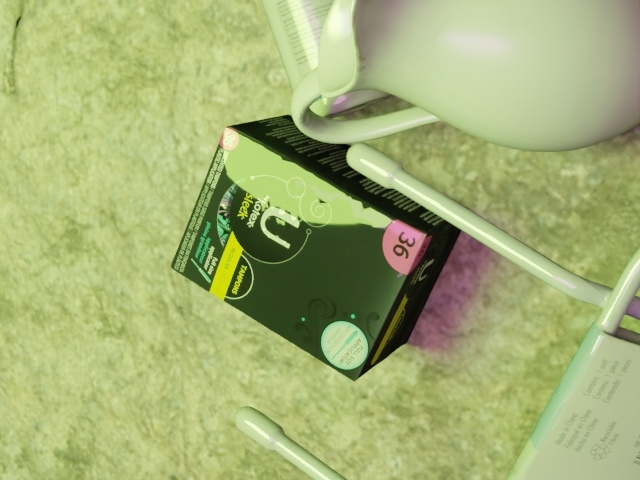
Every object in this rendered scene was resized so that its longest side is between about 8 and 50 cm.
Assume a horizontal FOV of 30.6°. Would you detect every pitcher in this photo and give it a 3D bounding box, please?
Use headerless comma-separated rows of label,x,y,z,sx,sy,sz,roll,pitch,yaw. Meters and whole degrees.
pitcher,0.094,-0.110,0.736,0.177,0.207,0.125,122,149,-58

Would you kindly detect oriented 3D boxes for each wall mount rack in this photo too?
wall mount rack,0.125,0.101,0.731,0.304,0.130,0.350,19,110,-12

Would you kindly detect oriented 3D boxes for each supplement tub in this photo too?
supplement tub,0.004,-0.142,0.822,0.071,0.071,0.107,-17,93,26

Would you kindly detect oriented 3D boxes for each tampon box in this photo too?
tampon box,0.000,0.000,0.833,0.161,0.101,0.120,29,111,17
